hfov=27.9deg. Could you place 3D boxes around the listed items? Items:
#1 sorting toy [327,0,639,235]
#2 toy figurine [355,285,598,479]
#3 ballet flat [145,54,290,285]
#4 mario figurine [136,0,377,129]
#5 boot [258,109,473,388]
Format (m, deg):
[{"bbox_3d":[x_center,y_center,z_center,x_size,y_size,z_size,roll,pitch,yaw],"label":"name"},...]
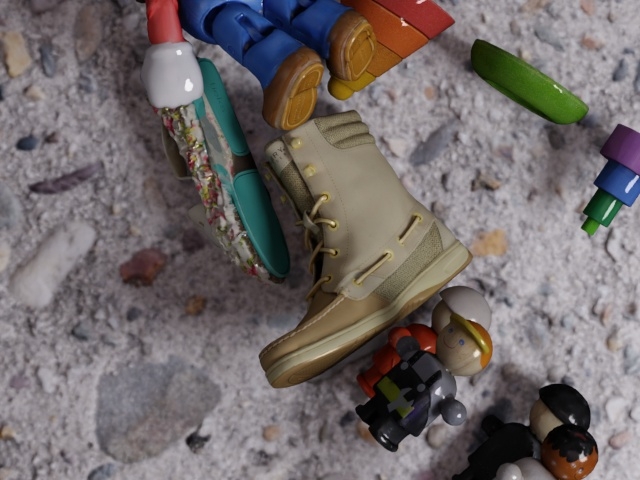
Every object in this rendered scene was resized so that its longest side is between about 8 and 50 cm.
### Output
[{"bbox_3d":[0.150,-0.123,1.232,0.365,0.127,0.126,33,96,2],"label":"sorting toy"},{"bbox_3d":[0.145,0.153,1.158,0.148,0.209,0.213,-43,90,5],"label":"toy figurine"},{"bbox_3d":[-0.100,-0.061,1.239,0.077,0.091,0.241,-24,82,26],"label":"ballet flat"},{"bbox_3d":[-0.103,-0.227,1.206,0.320,0.198,0.170,41,117,19],"label":"mario figurine"},{"bbox_3d":[0.000,0.000,1.182,0.262,0.095,0.203,-33,86,-37],"label":"boot"}]
